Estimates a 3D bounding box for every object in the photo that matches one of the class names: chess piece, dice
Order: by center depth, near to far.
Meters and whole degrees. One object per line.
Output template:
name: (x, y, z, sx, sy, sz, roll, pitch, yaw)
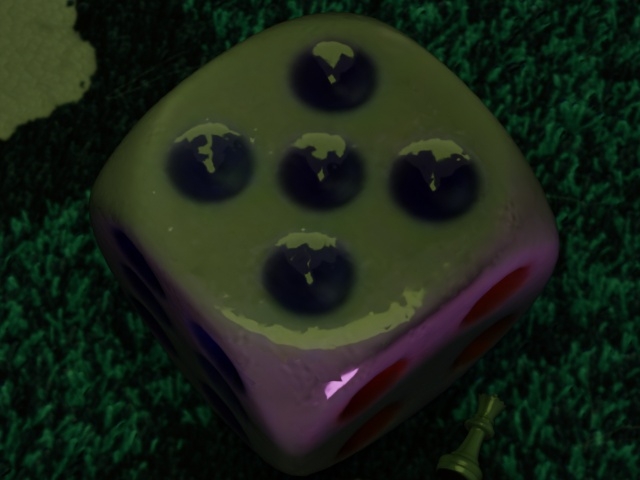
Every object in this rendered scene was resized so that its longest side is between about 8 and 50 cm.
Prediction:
dice: (0.000, 0.000, 1.477, 0.304, 0.277, 0.304, -36, 72, -16)
chess piece: (0.140, 0.177, 1.521, 0.042, 0.042, 0.093, 24, 61, 12)
